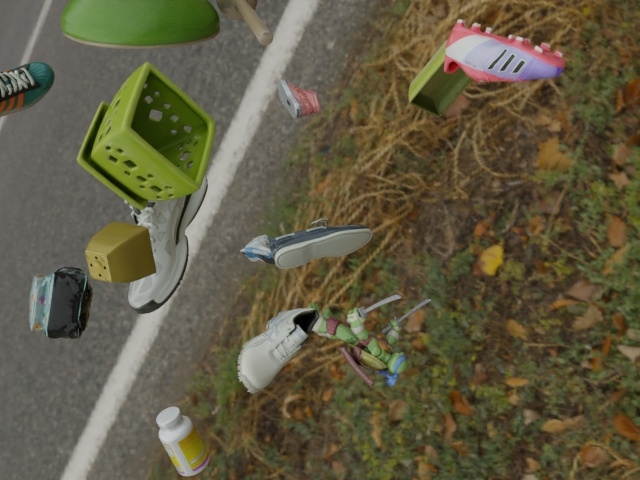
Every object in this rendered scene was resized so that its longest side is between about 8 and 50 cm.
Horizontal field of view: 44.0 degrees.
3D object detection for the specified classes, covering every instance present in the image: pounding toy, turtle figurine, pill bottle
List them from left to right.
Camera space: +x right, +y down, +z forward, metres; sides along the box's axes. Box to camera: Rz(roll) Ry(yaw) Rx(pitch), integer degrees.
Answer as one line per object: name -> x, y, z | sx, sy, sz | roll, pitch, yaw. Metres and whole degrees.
pounding toy -> -0.182, -0.297, 0.916 | 0.183, 0.237, 0.110 | -116, 24, -60
pill bottle -> -0.170, 0.244, 0.969 | 0.043, 0.043, 0.083 | 24, 140, 55
turtle figurine -> 0.112, 0.194, 1.928 | 0.266, 0.198, 0.275 | 16, 115, 28

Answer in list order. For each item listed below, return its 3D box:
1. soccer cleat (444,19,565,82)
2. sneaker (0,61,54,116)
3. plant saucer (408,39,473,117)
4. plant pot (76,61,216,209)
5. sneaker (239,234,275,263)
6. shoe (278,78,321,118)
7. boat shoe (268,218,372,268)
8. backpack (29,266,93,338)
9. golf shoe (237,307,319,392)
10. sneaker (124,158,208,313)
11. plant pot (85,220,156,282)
soccer cleat -> 0.291, -0.287, 1.275 | 0.248, 0.083, 0.095 | 39, 120, 48
sneaker -> -0.846, -0.395, 2.099 | 0.108, 0.302, 0.121 | 57, 162, 1
plant saucer -> 0.290, -0.386, 1.843 | 0.188, 0.188, 0.045 | -49, 66, 19
plant pot -> -0.395, -0.216, 1.764 | 0.207, 0.228, 0.227 | -23, 42, 31
sneaker -> -0.175, 0.019, 2.414 | 0.190, 0.071, 0.083 | 9, 62, 55
shoe -> -0.060, -0.404, 2.246 | 0.178, 0.081, 0.063 | -120, 26, -46
boat shoe -> 0.000, 0.000, 1.938 | 0.095, 0.254, 0.079 | 84, 165, -49
backpack -> -0.610, 0.144, 1.871 | 0.188, 0.144, 0.166 | -160, 74, -82
golf shoe -> -0.063, 0.160, 1.224 | 0.086, 0.069, 0.176 | -27, 19, 40
sneaker -> -0.465, -0.050, 2.049 | 0.169, 0.257, 0.447 | -10, 56, 36
plant pot -> -0.323, 0.026, 1.254 | 0.081, 0.083, 0.081 | 9, 118, 31
